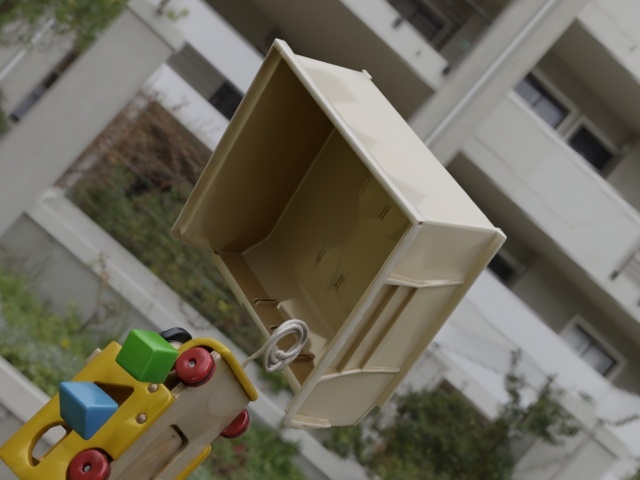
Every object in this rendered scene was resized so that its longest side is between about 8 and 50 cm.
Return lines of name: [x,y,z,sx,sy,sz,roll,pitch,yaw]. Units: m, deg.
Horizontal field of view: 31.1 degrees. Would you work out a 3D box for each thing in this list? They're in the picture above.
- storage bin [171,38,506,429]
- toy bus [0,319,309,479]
storage bin: [0.000,0.000,1.087,0.123,0.260,0.262,6,37,-42]
toy bus: [-0.134,0.124,0.838,0.104,0.191,0.202,35,26,32]
